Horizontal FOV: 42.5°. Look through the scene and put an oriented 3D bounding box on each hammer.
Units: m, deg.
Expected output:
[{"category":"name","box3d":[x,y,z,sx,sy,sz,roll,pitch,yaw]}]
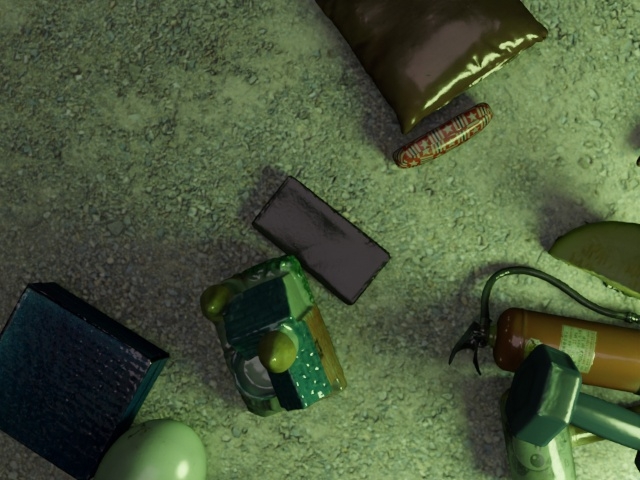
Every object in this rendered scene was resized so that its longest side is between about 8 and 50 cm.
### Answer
[{"category":"hammer","box3d":[0.471,0.328,1.421,0.305,0.113,0.202,-10,91,-1]}]

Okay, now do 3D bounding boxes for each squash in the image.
[{"category":"squash","box3d":[0.499,0.026,1.321,0.203,0.288,0.111,28,94,6]}]

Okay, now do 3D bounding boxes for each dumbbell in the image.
[{"category":"dumbbell","box3d":[0.460,0.288,1.302,0.316,0.143,0.156,22,76,-2]}]

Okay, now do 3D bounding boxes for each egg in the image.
[{"category":"egg","box3d":[-0.313,0.437,1.470,0.183,0.183,0.264,39,101,7]}]

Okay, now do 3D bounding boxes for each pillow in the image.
[{"category":"pillow","box3d":[0.190,-0.394,1.461,0.308,0.108,0.305,-35,83,6]}]

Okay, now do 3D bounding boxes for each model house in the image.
[{"category":"model house","box3d":[-0.097,0.180,1.369,0.194,0.325,0.267,-21,91,5]}]

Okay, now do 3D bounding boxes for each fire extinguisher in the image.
[{"category":"fire extinguisher","box3d":[0.420,0.163,1.435,0.376,0.113,0.200,8,47,6]}]

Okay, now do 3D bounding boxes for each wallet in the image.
[{"category":"wallet","box3d":[0.000,0.000,1.518,0.244,0.025,0.124,39,95,4]}]

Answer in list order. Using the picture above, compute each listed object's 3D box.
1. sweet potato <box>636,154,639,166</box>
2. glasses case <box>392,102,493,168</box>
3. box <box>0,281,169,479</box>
[{"category":"sweet potato","box3d":[0.662,-0.198,1.424,0.264,0.057,0.057,-30,85,2]},{"category":"glasses case","box3d":[0.221,-0.182,1.470,0.194,0.073,0.049,-29,94,6]},{"category":"box","box3d":[-0.469,0.257,1.527,0.279,0.116,0.261,30,94,7]}]
